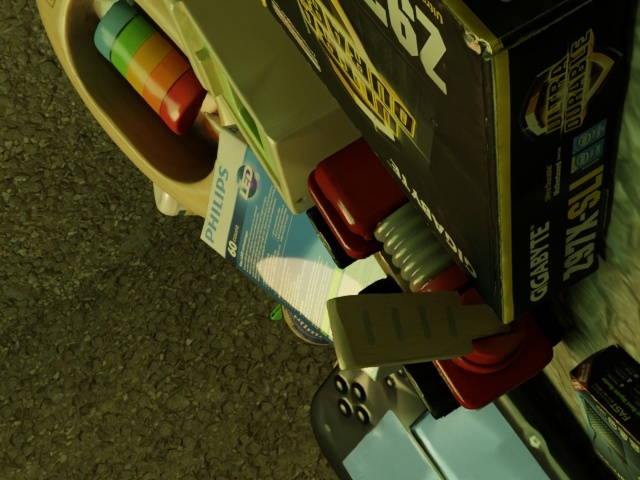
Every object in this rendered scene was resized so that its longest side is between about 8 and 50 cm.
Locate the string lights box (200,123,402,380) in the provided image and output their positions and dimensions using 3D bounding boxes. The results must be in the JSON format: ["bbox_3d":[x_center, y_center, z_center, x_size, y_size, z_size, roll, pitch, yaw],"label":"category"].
[{"bbox_3d":[0.000,0.000,0.945,0.260,0.077,0.133,37,128,33],"label":"string lights box"}]

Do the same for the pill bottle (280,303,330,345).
[{"bbox_3d":[0.026,0.071,1.385,0.122,0.123,0.219,59,158,6],"label":"pill bottle"}]

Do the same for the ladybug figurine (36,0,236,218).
[{"bbox_3d":[-0.159,-0.218,1.151,0.449,0.162,0.305,50,142,6],"label":"ladybug figurine"}]

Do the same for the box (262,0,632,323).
[{"bbox_3d":[0.040,-0.140,0.563,0.322,0.079,0.257,56,172,30],"label":"box"}]

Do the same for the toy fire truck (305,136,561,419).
[{"bbox_3d":[0.062,0.017,0.692,0.217,0.159,0.246,58,177,14],"label":"toy fire truck"}]

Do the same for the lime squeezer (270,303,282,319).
[{"bbox_3d":[0.002,-0.008,1.499,0.058,0.110,0.310,-85,5,-56],"label":"lime squeezer"}]

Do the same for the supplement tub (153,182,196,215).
[{"bbox_3d":[-0.126,-0.107,1.375,0.144,0.200,0.144,179,90,-73],"label":"supplement tub"}]

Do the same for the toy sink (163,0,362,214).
[{"bbox_3d":[-0.040,-0.164,0.846,0.234,0.131,0.153,58,174,19],"label":"toy sink"}]

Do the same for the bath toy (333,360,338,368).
[{"bbox_3d":[0.091,0.171,1.327,0.348,0.152,0.129,82,167,-81],"label":"bath toy"}]

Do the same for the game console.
[{"bbox_3d":[0.147,0.256,0.994,0.386,0.060,0.342,53,147,18],"label":"game console"}]

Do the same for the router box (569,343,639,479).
[{"bbox_3d":[0.216,0.137,0.636,0.122,0.038,0.092,52,171,53],"label":"router box"}]
